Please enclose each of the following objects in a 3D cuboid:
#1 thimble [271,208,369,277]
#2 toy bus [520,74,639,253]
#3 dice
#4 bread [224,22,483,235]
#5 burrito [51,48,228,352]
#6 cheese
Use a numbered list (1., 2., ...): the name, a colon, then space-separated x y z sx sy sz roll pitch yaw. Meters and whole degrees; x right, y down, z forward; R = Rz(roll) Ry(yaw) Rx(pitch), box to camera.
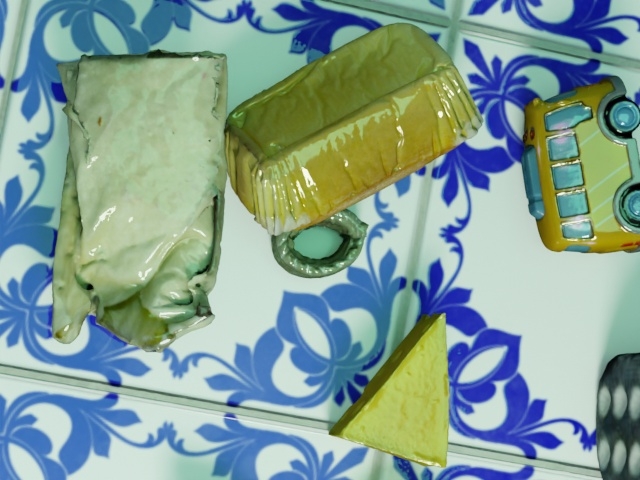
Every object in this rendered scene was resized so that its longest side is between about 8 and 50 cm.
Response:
1. thimble: 0.000 0.000 1.813 0.110 0.062 0.084 -15 88 -12
2. toy bus: 0.308 -0.082 1.851 0.136 0.126 0.209 -8 88 -3
3. dice: 0.429 0.218 1.822 0.183 0.182 0.181 1 85 -12
4. bread: 0.030 -0.126 1.779 0.288 0.119 0.152 -29 47 -12
5. burrito: -0.201 -0.044 1.741 0.190 0.135 0.331 2 87 -8
6. cheese: 0.100 0.162 1.807 0.126 0.093 0.171 20 82 -6
